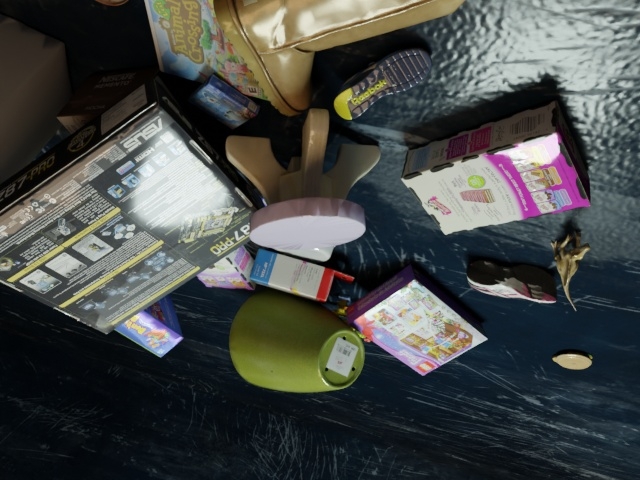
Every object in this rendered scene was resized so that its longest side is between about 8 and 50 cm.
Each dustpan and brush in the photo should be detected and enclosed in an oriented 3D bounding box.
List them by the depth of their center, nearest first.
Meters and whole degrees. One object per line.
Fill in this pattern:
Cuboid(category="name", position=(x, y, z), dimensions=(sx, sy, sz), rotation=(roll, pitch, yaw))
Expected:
Cuboid(category="dustpan and brush", position=(0.000, 0.000, 1.025), dimensions=(0.211, 0.060, 0.147), rotation=(-5, 156, 46))

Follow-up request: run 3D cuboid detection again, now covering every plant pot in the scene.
Cuboid(category="plant pot", position=(-0.038, 0.262, 1.161), dimensions=(0.275, 0.274, 0.294), rotation=(40, 158, -29))

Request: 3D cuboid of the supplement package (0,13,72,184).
Cuboid(category="supplement package", position=(-0.572, -0.215, 0.767), dimensions=(0.178, 0.292, 0.175), rotation=(23, 147, -8))

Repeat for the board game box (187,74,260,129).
Cuboid(category="board game box", position=(-0.161, -0.225, 0.771), dimensions=(0.090, 0.020, 0.090), rotation=(29, 161, -31))

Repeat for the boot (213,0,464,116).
Cuboid(category="boot", position=(0.041, -0.258, 0.573), dimensions=(0.270, 0.089, 0.236), rotation=(-12, 165, 16))

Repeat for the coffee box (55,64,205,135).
Cuboid(category="coffee box", position=(-0.307, -0.160, 0.875), dimensions=(0.168, 0.118, 0.297), rotation=(3, 145, 21))

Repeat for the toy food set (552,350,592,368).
Cuboid(category="toy food set", position=(0.641, 0.303, 1.181), dimensions=(0.083, 0.020, 0.083), rotation=(15, 147, 5))

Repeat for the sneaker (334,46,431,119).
Cuboid(category="sneaker", position=(0.083, -0.227, 0.652), dimensions=(0.144, 0.059, 0.053), rotation=(-23, 120, 21))

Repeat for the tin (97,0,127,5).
Cuboid(category="tin", position=(-0.328, -0.399, 0.613), dimensions=(0.190, 0.040, 0.106), rotation=(35, 148, -24))

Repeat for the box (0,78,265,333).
Cuboid(category="box", position=(-0.327, -0.029, 0.787), dimensions=(0.395, 0.097, 0.318), rotation=(-33, 136, 7))

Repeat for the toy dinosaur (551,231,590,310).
Cuboid(category="toy dinosaur", position=(0.440, 0.046, 0.833), dimensions=(0.053, 0.092, 0.183), rotation=(3, 144, 23))

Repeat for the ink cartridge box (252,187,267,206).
Cuboid(category="ink cartridge box", position=(-0.108, -0.068, 0.982), dimensions=(0.207, 0.046, 0.097), rotation=(-15, 136, 41))

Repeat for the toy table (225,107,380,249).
Cuboid(category="toy table", position=(-0.022, -0.083, 0.744), dimensions=(0.253, 0.160, 0.274), rotation=(4, 168, -23))

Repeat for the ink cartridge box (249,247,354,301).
Cuboid(category="ink cartridge box", position=(-0.042, 0.095, 1.124), dimensions=(0.231, 0.077, 0.134), rotation=(16, 170, 4))

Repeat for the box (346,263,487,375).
Cuboid(category="box", position=(0.235, 0.202, 1.133), dimensions=(0.201, 0.057, 0.293), rotation=(-39, 120, 24))

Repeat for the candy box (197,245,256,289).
Cuboid(category="candy box", position=(-0.270, 0.046, 1.208), dimensions=(0.165, 0.070, 0.196), rotation=(1, 144, 26))

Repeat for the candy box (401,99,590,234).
Cuboid(category="candy box", position=(0.268, -0.100, 0.724), dimensions=(0.234, 0.071, 0.159), rotation=(-13, 136, 38))

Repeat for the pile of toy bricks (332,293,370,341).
Cuboid(category="pile of toy bricks", position=(0.124, 0.217, 1.232), dimensions=(0.213, 0.105, 0.118), rotation=(9, 146, 14))

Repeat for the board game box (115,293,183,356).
Cuboid(category="board game box", position=(-0.500, 0.119, 1.226), dimensions=(0.233, 0.078, 0.347), rotation=(50, 179, -39))

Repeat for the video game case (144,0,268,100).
Cuboid(category="video game case", position=(-0.156, -0.311, 0.667), dimensions=(0.194, 0.023, 0.212), rotation=(16, 147, 4))

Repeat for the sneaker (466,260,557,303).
Cuboid(category="sneaker", position=(0.390, 0.088, 0.960), dimensions=(0.178, 0.071, 0.077), rotation=(17, 160, 17))
